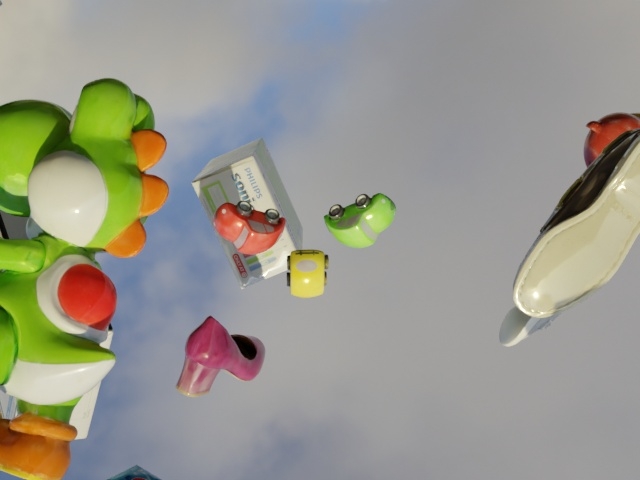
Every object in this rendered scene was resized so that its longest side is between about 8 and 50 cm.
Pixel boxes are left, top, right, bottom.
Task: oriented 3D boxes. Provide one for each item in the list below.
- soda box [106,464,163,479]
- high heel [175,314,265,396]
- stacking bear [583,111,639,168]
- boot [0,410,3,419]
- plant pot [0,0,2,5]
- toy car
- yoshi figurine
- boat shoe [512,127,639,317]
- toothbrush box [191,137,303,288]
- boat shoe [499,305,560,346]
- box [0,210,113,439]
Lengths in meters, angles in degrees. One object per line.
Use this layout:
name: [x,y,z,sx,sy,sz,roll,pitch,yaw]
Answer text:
soda box: [-0.262,0.401,1.092,0.067,0.210,0.071,25,-170,17]
high heel: [-0.128,0.144,1.252,0.082,0.117,0.244,29,-166,21]
stacking bear: [0.551,-0.150,1.507,0.175,0.289,0.164,45,-69,29]
boot: [-0.650,0.345,1.487,0.261,0.203,0.095,-25,-119,-17]
plant pot: [-0.567,-0.325,0.999,0.292,0.235,0.293,-19,-155,9]
toy car: [0.000,0.000,1.174,0.224,0.239,0.053,-22,-131,23]
yoshi figurine: [-0.270,0.020,0.775,0.203,0.202,0.362,162,-52,-72]
boat shoe: [0.389,-0.029,1.228,0.324,0.116,0.097,-52,-168,8]
toothbrush box: [-0.124,-0.060,1.569,0.122,0.206,0.283,-23,-167,3]
boat shoe: [0.385,0.130,1.506,0.066,0.063,0.184,-94,-153,-48]
box: [-0.340,0.078,1.011,0.087,0.169,0.290,0,-144,-33]
